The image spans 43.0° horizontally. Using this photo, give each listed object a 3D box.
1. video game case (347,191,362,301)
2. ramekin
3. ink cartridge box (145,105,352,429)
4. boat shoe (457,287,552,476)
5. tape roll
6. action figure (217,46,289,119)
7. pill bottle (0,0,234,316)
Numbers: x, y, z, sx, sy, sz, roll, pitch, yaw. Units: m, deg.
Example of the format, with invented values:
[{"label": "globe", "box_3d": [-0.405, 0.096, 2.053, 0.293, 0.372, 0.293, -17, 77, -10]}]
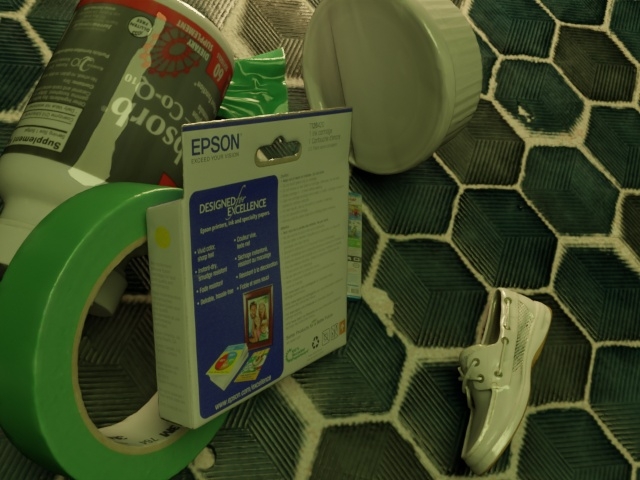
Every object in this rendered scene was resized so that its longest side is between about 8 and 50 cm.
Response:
[{"label": "video game case", "box_3d": [0.000, 0.000, 1.138, 0.119, 0.015, 0.166, 9, 62, -13]}, {"label": "ramekin", "box_3d": [0.107, -0.238, 1.158, 0.127, 0.273, 0.273, -24, 73, -39]}, {"label": "ink cartridge box", "box_3d": [-0.067, 0.012, 0.910, 0.303, 0.072, 0.307, -18, 110, -54]}, {"label": "boat shoe", "box_3d": [0.224, 0.178, 1.077, 0.096, 0.098, 0.277, 30, 50, -1]}, {"label": "tape roll", "box_3d": [-0.193, 0.100, 0.865, 0.077, 0.321, 0.321, 9, 52, 33]}, {"label": "action figure", "box_3d": [-0.165, -0.213, 1.166, 0.232, 0.063, 0.137, -1, 66, -11]}, {"label": "pill bottle", "box_3d": [-0.258, -0.106, 0.980, 0.210, 0.210, 0.363, 21, 72, -6]}]
